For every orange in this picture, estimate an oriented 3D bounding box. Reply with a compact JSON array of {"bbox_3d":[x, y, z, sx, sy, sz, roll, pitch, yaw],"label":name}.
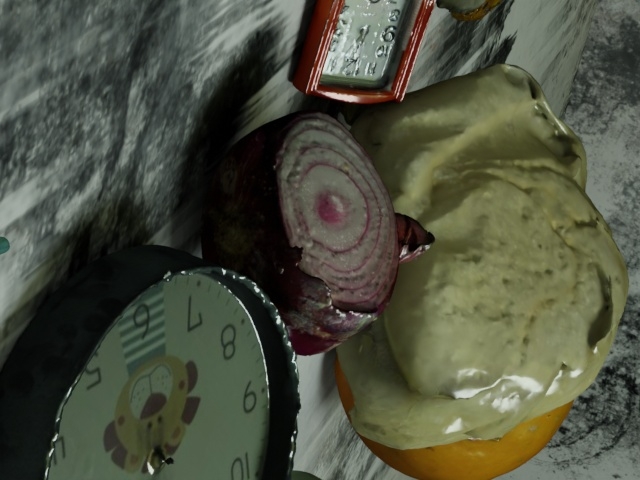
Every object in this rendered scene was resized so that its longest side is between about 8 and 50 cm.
[{"bbox_3d":[0.169,0.152,1.991,0.312,0.312,0.312,20,90,-76],"label":"orange"}]

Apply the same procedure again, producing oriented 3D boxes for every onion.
[{"bbox_3d":[0.000,0.000,1.337,0.218,0.195,0.140,1,154,-47],"label":"onion"}]

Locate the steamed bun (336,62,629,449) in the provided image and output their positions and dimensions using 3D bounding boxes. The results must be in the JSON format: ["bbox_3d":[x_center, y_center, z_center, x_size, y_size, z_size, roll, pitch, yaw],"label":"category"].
[{"bbox_3d":[0.129,0.023,1.550,0.230,0.325,0.372,-33,-124,52],"label":"steamed bun"}]

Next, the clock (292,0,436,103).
[{"bbox_3d":[0.039,-0.202,1.440,0.113,0.061,0.155,2,116,-34],"label":"clock"}]

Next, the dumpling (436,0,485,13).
[{"bbox_3d":[0.131,-0.303,1.624,0.176,0.092,0.150,83,28,-60],"label":"dumpling"}]

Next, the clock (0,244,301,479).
[{"bbox_3d":[-0.123,0.159,1.157,0.313,0.061,0.312,-20,114,-53],"label":"clock"}]

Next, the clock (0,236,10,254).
[{"bbox_3d":[-0.226,0.049,0.813,0.159,0.066,0.211,94,21,-49],"label":"clock"}]

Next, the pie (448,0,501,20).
[{"bbox_3d":[0.215,-0.378,1.894,0.273,0.069,0.273,20,90,-75],"label":"pie"}]

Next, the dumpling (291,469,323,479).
[{"bbox_3d":[-0.034,0.394,1.737,0.270,0.212,0.320,-65,155,-8],"label":"dumpling"}]

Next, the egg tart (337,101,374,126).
[{"bbox_3d":[0.043,-0.175,1.555,0.130,0.052,0.130,22,90,-76],"label":"egg tart"}]
